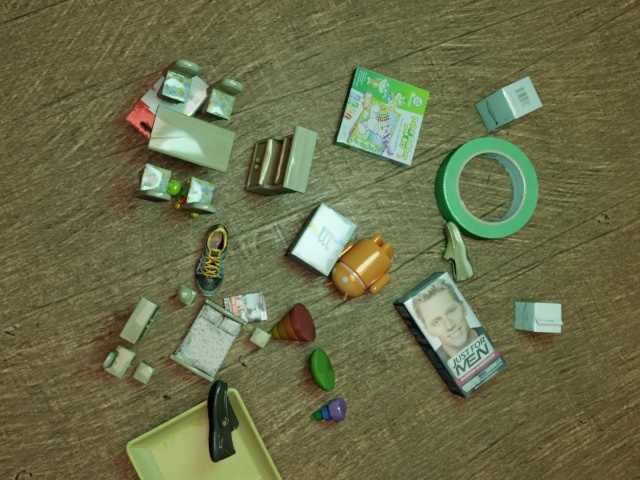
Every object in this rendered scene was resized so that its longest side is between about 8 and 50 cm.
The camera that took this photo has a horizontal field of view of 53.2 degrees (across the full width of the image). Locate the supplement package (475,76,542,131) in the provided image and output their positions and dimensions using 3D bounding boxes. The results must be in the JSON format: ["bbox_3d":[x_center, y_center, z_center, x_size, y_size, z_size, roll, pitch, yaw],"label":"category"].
[{"bbox_3d":[0.586,-0.424,2.002,0.105,0.179,0.105,-27,92,-13],"label":"supplement package"}]

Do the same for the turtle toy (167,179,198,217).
[{"bbox_3d":[-0.381,-0.129,1.832,0.130,0.066,0.095,26,81,-9],"label":"turtle toy"}]

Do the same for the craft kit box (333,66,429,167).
[{"bbox_3d":[0.189,-0.379,1.980,0.247,0.061,0.249,16,83,-13],"label":"craft kit box"}]

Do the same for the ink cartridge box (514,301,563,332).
[{"bbox_3d":[0.681,0.238,1.992,0.092,0.143,0.089,3,85,-12],"label":"ink cartridge box"}]

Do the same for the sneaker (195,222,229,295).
[{"bbox_3d":[-0.309,0.053,1.826,0.084,0.083,0.214,8,85,-13],"label":"sneaker"}]

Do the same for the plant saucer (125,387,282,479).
[{"bbox_3d":[-0.318,0.625,1.783,0.333,0.081,0.332,-26,92,-12],"label":"plant saucer"}]

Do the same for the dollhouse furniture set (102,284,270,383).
[{"bbox_3d":[-0.359,0.305,1.740,0.356,0.174,0.303,30,81,-5],"label":"dollhouse furniture set"}]

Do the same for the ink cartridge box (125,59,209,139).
[{"bbox_3d":[-0.433,-0.382,1.833,0.134,0.078,0.231,41,78,-7],"label":"ink cartridge box"}]

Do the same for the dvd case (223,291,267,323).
[{"bbox_3d":[-0.219,0.200,1.870,0.120,0.013,0.087,-9,88,-11],"label":"dvd case"}]

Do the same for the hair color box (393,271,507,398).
[{"bbox_3d":[0.394,0.285,1.948,0.174,0.105,0.347,-35,93,-13],"label":"hair color box"}]

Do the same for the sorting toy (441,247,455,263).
[{"bbox_3d":[0.422,0.042,2.018,0.083,0.012,0.062,-1,86,-12],"label":"sorting toy"}]

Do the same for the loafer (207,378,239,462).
[{"bbox_3d":[-0.262,0.485,1.733,0.078,0.080,0.220,1,91,-22],"label":"loafer"}]

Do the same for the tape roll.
[{"bbox_3d":[0.526,-0.163,2.024,0.321,0.077,0.321,1,86,-13],"label":"tape roll"}]

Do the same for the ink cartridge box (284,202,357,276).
[{"bbox_3d":[0.000,0.000,1.872,0.127,0.128,0.176,34,79,-8],"label":"ink cartridge box"}]

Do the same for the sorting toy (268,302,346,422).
[{"bbox_3d":[-0.047,0.370,1.866,0.126,0.127,0.365,-22,94,16],"label":"sorting toy"}]

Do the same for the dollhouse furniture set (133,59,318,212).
[{"bbox_3d":[-0.250,-0.249,1.715,0.394,0.256,0.362,16,82,-30],"label":"dollhouse furniture set"}]

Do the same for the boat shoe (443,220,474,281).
[{"bbox_3d":[0.414,0.037,1.979,0.072,0.068,0.190,-20,93,0],"label":"boat shoe"}]

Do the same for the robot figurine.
[{"bbox_3d":[0.122,0.081,1.892,0.219,0.128,0.158,-42,95,-12],"label":"robot figurine"}]
